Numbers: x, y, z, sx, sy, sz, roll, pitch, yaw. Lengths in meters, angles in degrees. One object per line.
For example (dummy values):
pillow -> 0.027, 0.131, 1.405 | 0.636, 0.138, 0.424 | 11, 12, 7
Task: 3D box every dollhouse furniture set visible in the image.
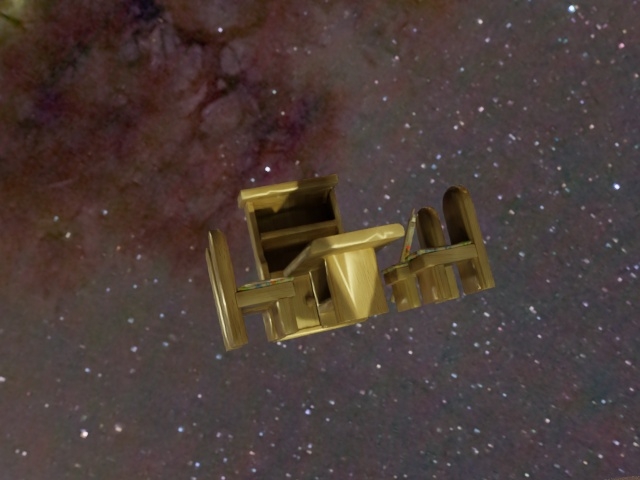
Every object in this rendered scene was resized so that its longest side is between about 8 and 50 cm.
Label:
dollhouse furniture set -> 0.000, 0.000, 0.625 | 0.242, 0.212, 0.161 | 136, -58, -74

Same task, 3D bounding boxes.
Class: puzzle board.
puzzle board -> 0.102, 0.015, 0.815 | 0.128, 0.011, 0.096 | -44, 147, -77

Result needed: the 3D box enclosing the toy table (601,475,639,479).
toy table -> 0.374, 0.446, 0.974 | 0.252, 0.274, 0.160 | 116, -36, -68
